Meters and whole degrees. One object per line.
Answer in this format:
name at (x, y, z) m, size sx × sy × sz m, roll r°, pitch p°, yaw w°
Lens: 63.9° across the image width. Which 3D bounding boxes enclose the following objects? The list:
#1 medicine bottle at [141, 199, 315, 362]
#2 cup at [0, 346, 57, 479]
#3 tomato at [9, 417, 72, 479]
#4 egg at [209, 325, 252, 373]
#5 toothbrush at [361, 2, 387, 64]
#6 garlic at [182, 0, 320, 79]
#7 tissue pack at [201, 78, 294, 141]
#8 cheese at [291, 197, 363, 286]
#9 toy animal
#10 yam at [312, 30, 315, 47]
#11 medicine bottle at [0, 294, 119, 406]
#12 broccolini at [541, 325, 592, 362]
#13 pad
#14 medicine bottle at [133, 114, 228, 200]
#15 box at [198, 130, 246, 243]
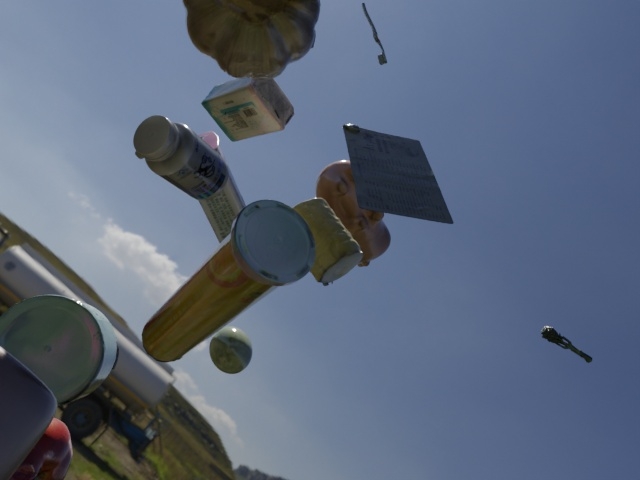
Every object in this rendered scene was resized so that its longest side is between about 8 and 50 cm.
medicine bottle at (-0.163, 0.088, 0.753) m, size 0.108 × 0.108 × 0.426 m, roll 45°, pitch -42°, yaw -6°
cup at (-0.415, 0.207, 0.536) m, size 0.191 × 0.200 × 0.252 m, roll 44°, pitch -37°, yaw -12°
tomato at (-0.821, 0.604, 1.367) m, size 0.226 × 0.299 × 0.299 m, roll 15°, pitch -35°, yaw 13°
egg at (-0.243, 0.293, 1.386) m, size 0.152 × 0.114 × 0.114 m, roll 43°, pitch -16°, yaw 55°
toothbrush at (0.119, -0.470, 1.157) m, size 0.019 × 0.193 × 0.013 m, roll -21°, pitch -26°, yaw 17°
garlic at (-0.116, -0.378, 0.866) m, size 0.228 × 0.228 × 0.152 m, roll 48°, pitch -1°, yaw -10°
tissue pack at (-0.251, -0.461, 1.771) m, size 0.271 × 0.124 × 0.201 m, roll -1°, pitch -36°, yaw 40°
cheese at (0.000, 0.000, 1.076) m, size 0.167 × 0.123 × 0.094 m, roll 53°, pitch -18°, yaw 25°
toy animal at (0.085, -0.074, 1.522) m, size 0.269 × 0.236 × 0.327 m, roll -165°, pitch -126°, yaw -74°
yam at (-0.159, -0.519, 1.241) m, size 0.317 × 0.071 × 0.067 m, roll 21°, pitch -16°, yaw 19°
medicine bottle at (-0.609, 0.265, 1.221) m, size 0.245 × 0.245 × 0.290 m, roll 42°, pitch -17°, yaw 2°
broccolini at (0.531, 0.225, 1.107) m, size 0.139 × 0.030 × 0.035 m, roll 31°, pitch 4°, yaw -17°
pad at (0.126, -0.124, 0.883) m, size 0.159 × 0.265 × 0.009 m, roll 9°, pitch -50°, yaw -13°
medicine bottle at (-0.265, -0.158, 0.986) m, size 0.107 × 0.107 × 0.191 m, roll 28°, pitch -6°, yaw 26°
box at (-0.241, -0.081, 1.327) m, size 0.190 × 0.112 × 0.370 m, roll -118°, pitch -175°, yaw -59°
